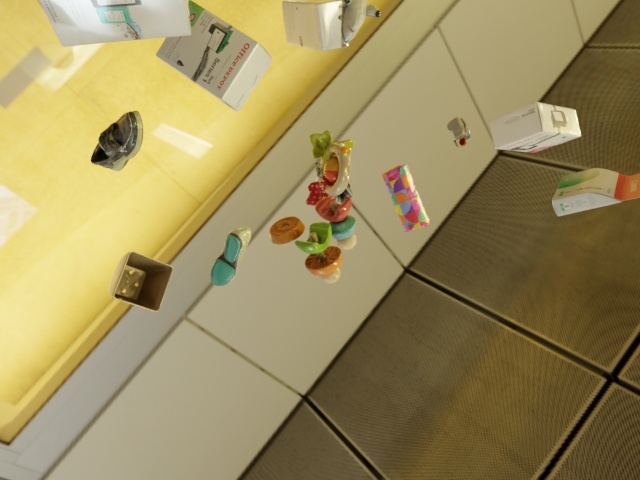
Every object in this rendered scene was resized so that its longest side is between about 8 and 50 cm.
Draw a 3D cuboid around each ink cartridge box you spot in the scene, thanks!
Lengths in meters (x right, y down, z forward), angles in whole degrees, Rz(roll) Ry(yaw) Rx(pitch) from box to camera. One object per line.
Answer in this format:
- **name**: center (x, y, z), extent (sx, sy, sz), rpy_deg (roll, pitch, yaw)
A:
- **ink cartridge box**: center (-0.250, -0.435, 1.186), extent (0.219, 0.092, 0.160), rpy_deg (35, -84, 15)
- **ink cartridge box**: center (-0.418, -0.547, 1.015), extent (0.270, 0.197, 0.198), rpy_deg (-9, -115, -8)
- **ink cartridge box**: center (0.689, -0.359, 1.611), extent (0.172, 0.237, 0.100), rpy_deg (-18, -101, 53)
- **ink cartridge box**: center (0.719, -0.141, 1.261), extent (0.225, 0.056, 0.181), rpy_deg (-17, -165, 40)

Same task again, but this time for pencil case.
- **pencil case**: center (0.294, -0.142, 1.717), extent (0.105, 0.236, 0.104), rpy_deg (-22, -175, 2)

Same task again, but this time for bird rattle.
- **bird rattle**: center (0.028, -0.220, 1.598), extent (0.207, 0.143, 0.253), rpy_deg (23, -79, 65)

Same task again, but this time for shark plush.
- **shark plush**: center (0.045, -0.432, 0.918), extent (0.067, 0.073, 0.161), rpy_deg (-55, -137, 41)

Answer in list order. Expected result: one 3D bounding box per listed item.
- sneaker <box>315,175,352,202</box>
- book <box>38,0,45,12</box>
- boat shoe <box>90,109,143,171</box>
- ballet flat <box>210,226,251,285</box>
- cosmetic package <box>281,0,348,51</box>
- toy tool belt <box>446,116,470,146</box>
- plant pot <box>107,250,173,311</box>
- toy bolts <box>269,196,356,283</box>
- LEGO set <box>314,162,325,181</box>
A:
- **sneaker**: center (0.050, -0.196, 1.908), extent (0.086, 0.226, 0.163), rpy_deg (-15, -109, -14)
- **book**: center (-0.655, -0.572, 1.212), extent (0.035, 0.144, 0.096), rpy_deg (-33, -170, -4)
- **boat shoe**: center (-0.471, -0.222, 1.148), extent (0.224, 0.073, 0.080), rpy_deg (-29, -106, 49)
- **ballet flat**: center (-0.185, 0.036, 1.060), extent (0.052, 0.057, 0.168), rpy_deg (-43, 170, -49)
- **cosmetic package**: center (-0.017, -0.581, 1.337), extent (0.086, 0.117, 0.231), rpy_deg (-19, -149, -19)
- **toy tool belt**: center (0.370, -0.281, 1.309), extent (0.052, 0.051, 0.083), rpy_deg (-33, -113, 35)
- **plant pot**: center (-0.416, 0.094, 1.127), extent (0.096, 0.109, 0.109), rpy_deg (-6, -116, 47)
- **toy bolts**: center (0.000, 0.000, 1.371), extent (0.218, 0.158, 0.228), rpy_deg (9, -137, 41)
- **LEGO set**: center (-0.007, -0.205, 1.489), extent (0.024, 0.083, 0.054), rpy_deg (-16, -121, 13)
